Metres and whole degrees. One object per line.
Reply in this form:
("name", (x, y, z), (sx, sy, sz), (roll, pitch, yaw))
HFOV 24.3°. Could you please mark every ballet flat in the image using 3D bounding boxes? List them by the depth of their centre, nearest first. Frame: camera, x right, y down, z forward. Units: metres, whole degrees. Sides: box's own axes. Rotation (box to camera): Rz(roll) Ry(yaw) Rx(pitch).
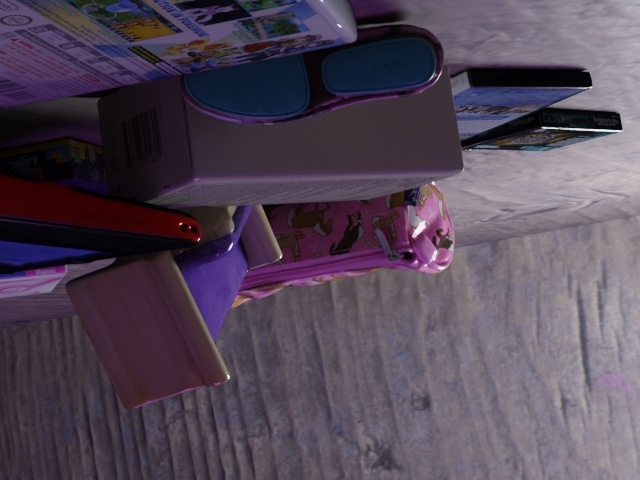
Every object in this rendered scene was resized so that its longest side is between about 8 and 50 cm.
("ballet flat", (-0.008, -0.143, 1.248), (0.222, 0.076, 0.079), (-8, -166, -3))

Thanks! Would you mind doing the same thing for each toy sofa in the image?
("toy sofa", (-0.120, 0.022, 1.592), (0.177, 0.150, 0.362), (-18, -163, 14))

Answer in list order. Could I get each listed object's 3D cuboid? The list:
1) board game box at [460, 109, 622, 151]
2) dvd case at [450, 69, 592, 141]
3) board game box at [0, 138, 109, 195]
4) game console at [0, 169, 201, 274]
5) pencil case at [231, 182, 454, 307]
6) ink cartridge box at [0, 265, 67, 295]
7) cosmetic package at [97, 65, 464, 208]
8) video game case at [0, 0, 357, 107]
("board game box", (0.280, -0.139, 1.886), (0.126, 0.026, 0.186), (-13, 173, 42))
("dvd case", (0.149, -0.141, 1.637), (0.180, 0.022, 0.253), (-5, 170, -37))
("board game box", (-0.301, -0.068, 1.635), (0.141, 0.048, 0.170), (-9, 175, 15))
("game console", (-0.352, -0.009, 1.361), (0.342, 0.060, 0.387), (14, 167, -40))
("pencil case", (0.000, 0.000, 2.207), (0.386, 0.160, 0.167), (-10, 168, 26))
("ink cartridge box", (-0.561, 0.050, 2.281), (0.324, 0.071, 0.330), (-6, 173, -16))
("cosmetic package", (-0.035, -0.098, 1.403), (0.310, 0.113, 0.160), (-5, 174, -38))
("video game case", (-0.149, -0.158, 1.024), (0.300, 0.036, 0.329), (-9, 173, 11))
